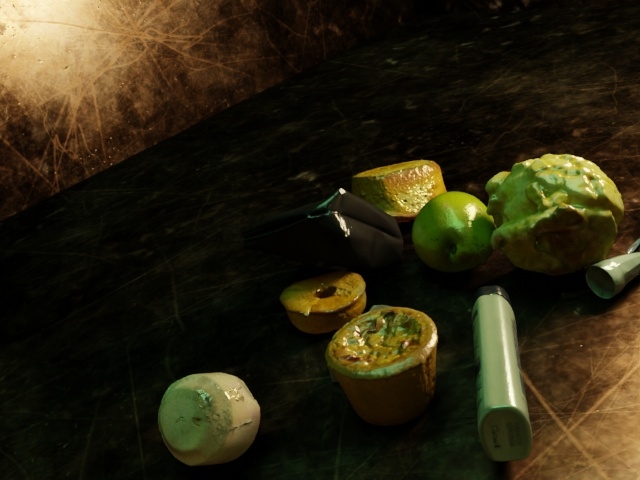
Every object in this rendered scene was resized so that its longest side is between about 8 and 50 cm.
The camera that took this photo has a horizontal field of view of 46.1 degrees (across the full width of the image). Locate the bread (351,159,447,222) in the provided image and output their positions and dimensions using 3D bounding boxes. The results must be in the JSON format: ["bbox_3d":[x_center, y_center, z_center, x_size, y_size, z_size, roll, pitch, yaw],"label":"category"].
[{"bbox_3d":[0.198,-0.124,1.940,0.268,0.146,0.268,-9,10,2],"label":"bread"}]

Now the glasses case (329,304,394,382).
[{"bbox_3d":[0.093,0.205,1.502,0.070,0.047,0.205,3,32,32],"label":"glasses case"}]

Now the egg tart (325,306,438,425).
[{"bbox_3d":[0.121,0.229,1.327,0.202,0.147,0.202,-14,25,7],"label":"egg tart"}]

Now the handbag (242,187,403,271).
[{"bbox_3d":[0.000,0.000,1.733,0.288,0.152,0.342,-12,-19,29],"label":"handbag"}]

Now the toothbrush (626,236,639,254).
[{"bbox_3d":[0.698,-0.016,1.618,0.013,0.019,0.193,12,39,43],"label":"toothbrush"}]

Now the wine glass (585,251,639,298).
[{"bbox_3d":[0.605,0.053,1.481,0.155,0.073,0.073,-23,27,-20],"label":"wine glass"}]

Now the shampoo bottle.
[{"bbox_3d":[0.300,0.216,1.263,0.078,0.134,0.359,-10,25,14],"label":"shampoo bottle"}]

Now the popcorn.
[{"bbox_3d":[0.474,-0.044,1.547,0.293,0.293,0.237,-17,48,-2],"label":"popcorn"}]

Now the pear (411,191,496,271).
[{"bbox_3d":[0.294,-0.011,1.658,0.187,0.187,0.220,-12,30,9],"label":"pear"}]

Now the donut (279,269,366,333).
[{"bbox_3d":[0.011,0.138,1.652,0.190,0.075,0.174,-22,25,-21],"label":"donut"}]

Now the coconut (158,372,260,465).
[{"bbox_3d":[-0.187,0.312,1.334,0.170,0.171,0.183,-1,-8,28],"label":"coconut"}]
